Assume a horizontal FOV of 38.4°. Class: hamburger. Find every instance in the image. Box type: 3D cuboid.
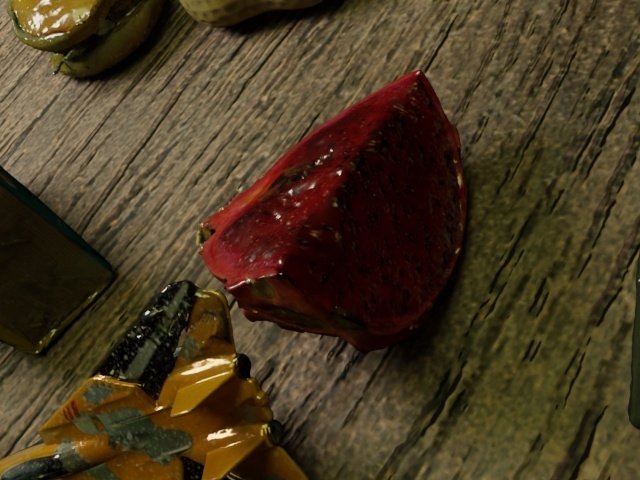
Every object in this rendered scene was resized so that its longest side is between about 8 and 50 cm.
[{"bbox_3d":[-0.278,-0.269,1.100,0.177,0.113,0.186,5,70,27],"label":"hamburger"}]

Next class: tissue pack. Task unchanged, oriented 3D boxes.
[{"bbox_3d":[-0.360,-0.023,0.914,0.134,0.192,0.271,-49,47,-9],"label":"tissue pack"}]

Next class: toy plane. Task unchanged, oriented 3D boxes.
[{"bbox_3d":[-0.158,0.157,0.730,0.316,0.204,0.103,-19,8,39],"label":"toy plane"}]

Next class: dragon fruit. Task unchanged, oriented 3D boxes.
[{"bbox_3d":[0.000,0.000,0.737,0.211,0.134,0.262,-9,34,43],"label":"dragon fruit"}]

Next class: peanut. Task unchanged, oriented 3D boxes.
[{"bbox_3d":[-0.076,-0.288,0.993,0.229,0.098,0.103,-5,16,28],"label":"peanut"}]

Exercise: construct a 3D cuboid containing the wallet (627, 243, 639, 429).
[{"bbox_3d":[0.317,0.047,0.555,0.245,0.052,0.169,1,63,29],"label":"wallet"}]
